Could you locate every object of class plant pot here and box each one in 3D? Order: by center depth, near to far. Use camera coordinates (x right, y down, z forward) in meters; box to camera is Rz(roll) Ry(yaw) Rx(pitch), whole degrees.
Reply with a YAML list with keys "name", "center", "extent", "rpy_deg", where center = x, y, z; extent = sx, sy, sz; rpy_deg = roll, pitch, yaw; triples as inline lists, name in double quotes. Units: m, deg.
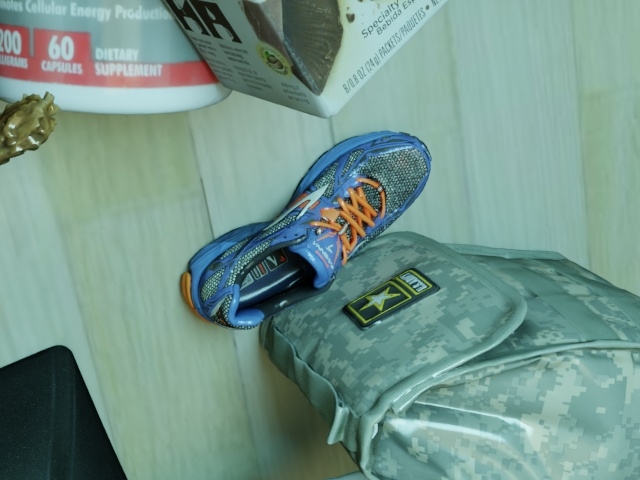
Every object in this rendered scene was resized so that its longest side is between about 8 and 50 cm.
- name: "plant pot"
  center: [-0.228, 0.216, 0.754]
  extent: [0.188, 0.167, 0.187]
  rpy_deg: [-22, 112, -11]

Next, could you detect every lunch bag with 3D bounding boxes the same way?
- name: "lunch bag"
  center: [0.114, 0.095, 0.797]
  extent: [0.287, 0.235, 0.168]
  rpy_deg: [5, 103, -21]

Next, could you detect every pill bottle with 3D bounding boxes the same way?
- name: "pill bottle"
  center: [-0.129, -0.229, 0.653]
  extent: [0.161, 0.161, 0.283]
  rpy_deg: [-3, 107, -18]

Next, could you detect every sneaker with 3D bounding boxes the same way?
- name: "sneaker"
  center: [0.000, 0.000, 0.811]
  extent: [0.221, 0.087, 0.083]
  rpy_deg: [-40, 115, -4]

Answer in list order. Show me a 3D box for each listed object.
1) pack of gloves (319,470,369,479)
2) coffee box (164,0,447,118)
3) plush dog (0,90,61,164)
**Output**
- name: "pack of gloves"
  center: [0.013, 0.228, 0.851]
  extent: [0.232, 0.046, 0.195]
  rpy_deg: [-14, 135, 23]
- name: "coffee box"
  center: [-0.041, -0.232, 0.537]
  extent: [0.168, 0.119, 0.297]
  rpy_deg: [-47, 127, -15]
- name: "plush dog"
  center: [-0.263, -0.120, 0.570]
  extent: [0.211, 0.262, 0.225]
  rpy_deg: [-21, 85, 19]
